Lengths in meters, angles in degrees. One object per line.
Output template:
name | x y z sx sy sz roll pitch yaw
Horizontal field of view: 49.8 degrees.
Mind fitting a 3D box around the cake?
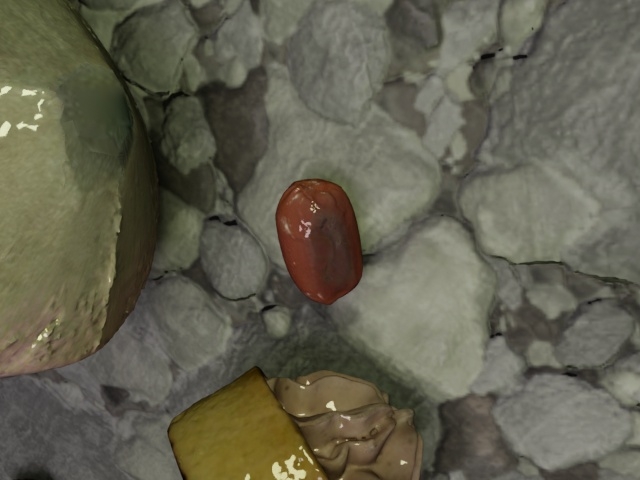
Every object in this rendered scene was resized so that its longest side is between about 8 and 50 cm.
cake | -0.005 0.185 0.534 0.185 0.178 0.207 47 154 50

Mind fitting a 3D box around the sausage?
sausage | 0.000 0.000 0.504 0.059 0.054 0.094 -15 109 -11

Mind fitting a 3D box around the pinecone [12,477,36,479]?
pinecone | -0.349 0.311 0.799 0.083 0.077 0.077 2 114 54

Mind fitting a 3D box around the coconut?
coconut | -0.260 -0.043 0.482 0.310 0.297 0.297 -18 101 31
